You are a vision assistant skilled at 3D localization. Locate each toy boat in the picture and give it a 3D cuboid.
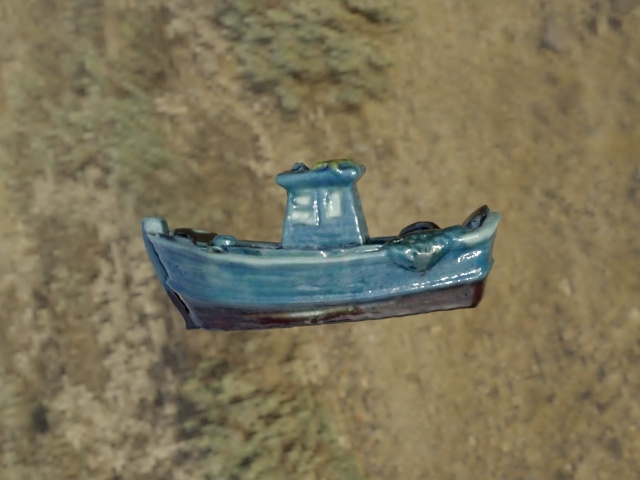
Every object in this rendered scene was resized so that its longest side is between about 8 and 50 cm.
[{"bbox_3d":[0.000,0.000,0.585,0.060,0.137,0.061,-23,-73,-78],"label":"toy boat"}]
